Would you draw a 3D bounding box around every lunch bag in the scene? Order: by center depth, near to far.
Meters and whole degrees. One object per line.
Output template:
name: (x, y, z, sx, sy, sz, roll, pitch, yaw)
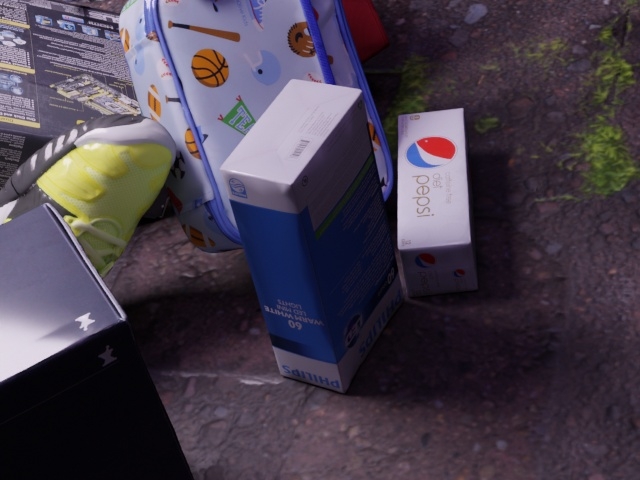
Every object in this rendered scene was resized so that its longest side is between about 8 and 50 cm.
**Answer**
lunch bag: (-0.058, -0.149, 1.380, 0.243, 0.303, 0.115, -17, 1, -29)

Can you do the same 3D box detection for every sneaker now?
sneaker: (-0.265, 0.043, 1.303, 0.384, 0.145, 0.147, -47, 54, 13)

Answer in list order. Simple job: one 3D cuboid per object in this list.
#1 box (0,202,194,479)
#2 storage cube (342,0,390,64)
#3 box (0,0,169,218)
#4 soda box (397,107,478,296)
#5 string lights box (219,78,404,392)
box: (-0.285, 0.197, 1.057, 0.343, 0.312, 0.179, -27, 42, -15)
storage cube: (-0.072, -0.255, 1.561, 0.193, 0.215, 0.184, -36, 25, -24)
box: (-0.371, -0.179, 1.529, 0.395, 0.097, 0.318, 9, 33, -23)
soda box: (0.119, -0.043, 1.393, 0.074, 0.069, 0.216, -6, 42, 9)
string lights box: (0.000, 0.000, 1.234, 0.077, 0.259, 0.133, 13, 47, 27)
